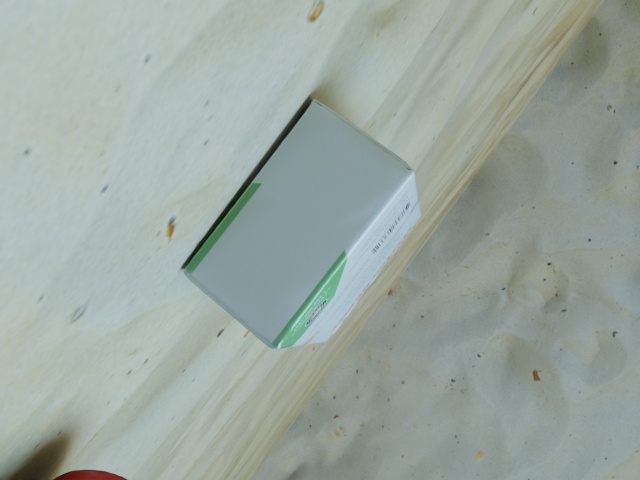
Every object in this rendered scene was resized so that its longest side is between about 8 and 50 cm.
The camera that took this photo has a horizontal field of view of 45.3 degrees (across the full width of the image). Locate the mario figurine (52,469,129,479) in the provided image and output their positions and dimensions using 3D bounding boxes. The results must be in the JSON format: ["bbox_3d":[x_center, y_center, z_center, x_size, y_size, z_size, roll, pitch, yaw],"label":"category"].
[{"bbox_3d":[-0.170,0.255,0.418,0.198,0.170,0.320,-26,-151,5],"label":"mario figurine"}]

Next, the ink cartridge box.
[{"bbox_3d":[0.000,0.000,0.613,0.154,0.093,0.212,-53,167,1],"label":"ink cartridge box"}]
